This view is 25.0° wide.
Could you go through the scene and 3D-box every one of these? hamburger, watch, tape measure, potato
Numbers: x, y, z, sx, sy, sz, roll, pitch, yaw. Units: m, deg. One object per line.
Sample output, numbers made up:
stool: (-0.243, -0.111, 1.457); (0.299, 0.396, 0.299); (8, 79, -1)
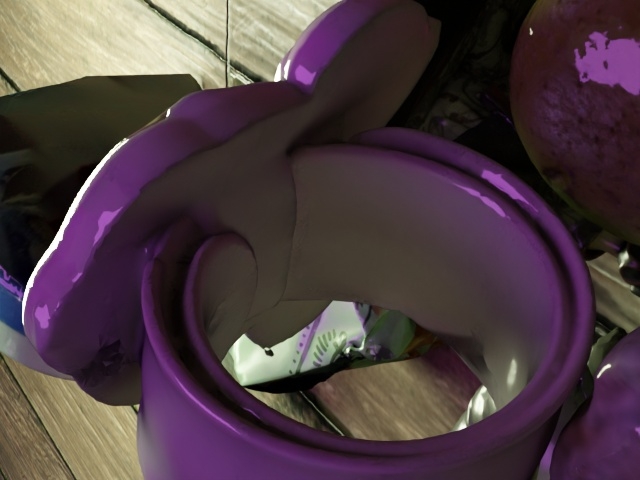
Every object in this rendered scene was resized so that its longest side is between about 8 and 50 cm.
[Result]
hamburger: (-0.003, 0.001, 1.043); (0.235, 0.125, 0.214); (-30, 65, 60)
watch: (0.017, 0.037, 0.649); (0.217, 0.248, 0.211); (39, 141, 24)
tape measure: (-0.203, -0.004, 1.316); (0.262, 0.259, 0.138); (64, 151, 23)
potato: (0.179, -0.069, 0.604); (0.194, 0.157, 0.157); (11, 108, 62)

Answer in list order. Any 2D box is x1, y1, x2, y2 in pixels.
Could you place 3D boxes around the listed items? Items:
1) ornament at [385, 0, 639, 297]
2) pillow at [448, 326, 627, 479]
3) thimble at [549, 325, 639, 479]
ornament: (0.142, -0.041, 0.784); (0.196, 0.153, 0.166); (40, 140, 20)
pillow: (0.131, 0.218, 0.870); (0.326, 0.101, 0.228); (121, 137, -52)
thimble: (0.223, 0.160, 0.535); (0.291, 0.195, 0.291); (171, 90, -66)
